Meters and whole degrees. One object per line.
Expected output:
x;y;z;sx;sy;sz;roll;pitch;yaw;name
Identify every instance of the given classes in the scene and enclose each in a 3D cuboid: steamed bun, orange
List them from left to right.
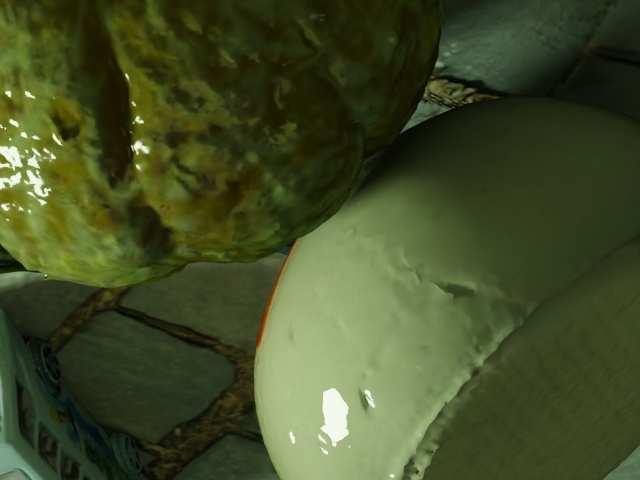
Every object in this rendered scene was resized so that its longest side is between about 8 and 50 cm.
-0.098;-0.081;0.993;0.368;0.210;0.271;-12;161;5;orange
0.108;0.051;1.144;0.374;0.241;0.374;-31;152;-19;steamed bun

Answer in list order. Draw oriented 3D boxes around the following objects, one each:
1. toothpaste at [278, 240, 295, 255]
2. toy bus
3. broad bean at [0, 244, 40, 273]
0.000;0.000;1.242;0.197;0.035;0.057;17;123;-34;toothpaste
-0.233;0.196;1.339;0.109;0.136;0.330;-21;139;8;toy bus
-0.212;-0.002;1.194;0.226;0.039;0.069;1;132;-11;broad bean
